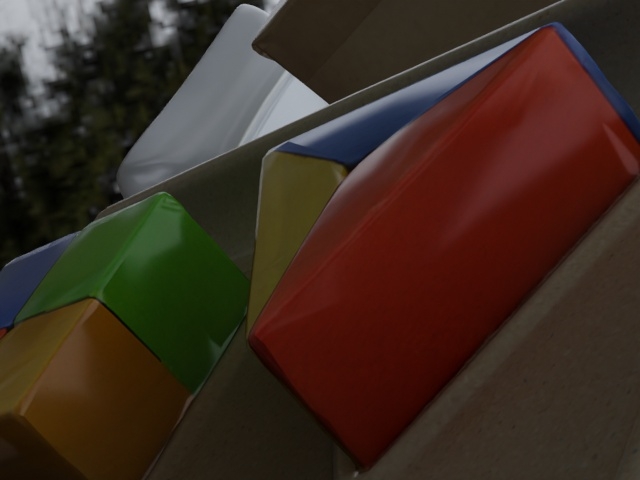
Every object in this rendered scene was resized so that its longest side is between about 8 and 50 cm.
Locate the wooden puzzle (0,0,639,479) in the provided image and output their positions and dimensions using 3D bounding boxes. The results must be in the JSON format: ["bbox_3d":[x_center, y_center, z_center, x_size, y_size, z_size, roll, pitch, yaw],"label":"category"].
[{"bbox_3d":[-0.052,0.076,0.397,0.322,0.348,0.080,-20,-56,44],"label":"wooden puzzle"}]

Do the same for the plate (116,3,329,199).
[{"bbox_3d":[0.000,0.000,1.033,0.277,0.045,0.278,57,28,-19],"label":"plate"}]

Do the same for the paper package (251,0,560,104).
[{"bbox_3d":[0.145,-0.204,0.823,0.325,0.168,0.309,-49,-172,24],"label":"paper package"}]
